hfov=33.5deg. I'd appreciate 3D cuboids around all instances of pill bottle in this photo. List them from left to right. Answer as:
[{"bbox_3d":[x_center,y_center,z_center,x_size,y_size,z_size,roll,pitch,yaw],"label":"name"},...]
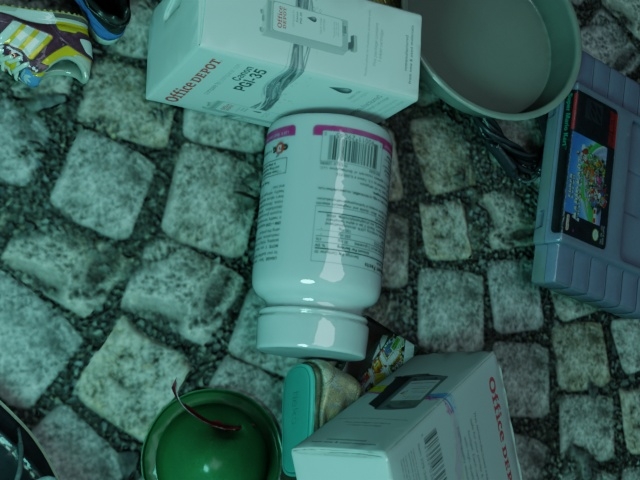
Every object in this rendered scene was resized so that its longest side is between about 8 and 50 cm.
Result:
[{"bbox_3d":[0.000,0.000,1.308,0.160,0.160,0.283,12,76,-25],"label":"pill bottle"}]

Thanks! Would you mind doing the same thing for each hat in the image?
[{"bbox_3d":[-0.101,0.250,1.199,0.208,0.183,0.173,8,78,-26],"label":"hat"}]

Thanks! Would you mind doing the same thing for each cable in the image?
[{"bbox_3d":[0.287,-0.185,1.550,0.150,0.047,0.184,-45,102,-26],"label":"cable"}]

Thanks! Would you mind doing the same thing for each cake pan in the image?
[{"bbox_3d":[0.233,-0.297,1.500,0.293,0.054,0.293,7,71,-22],"label":"cake pan"}]

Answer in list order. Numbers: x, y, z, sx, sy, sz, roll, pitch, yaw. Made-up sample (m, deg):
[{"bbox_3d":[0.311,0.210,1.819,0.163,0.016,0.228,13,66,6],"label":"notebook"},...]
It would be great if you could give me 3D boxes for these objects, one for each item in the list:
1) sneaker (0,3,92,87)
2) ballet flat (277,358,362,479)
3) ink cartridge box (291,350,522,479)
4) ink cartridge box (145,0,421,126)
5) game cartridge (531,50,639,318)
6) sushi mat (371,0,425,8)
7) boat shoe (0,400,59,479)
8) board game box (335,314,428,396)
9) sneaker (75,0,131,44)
[{"bbox_3d":[-0.351,-0.219,1.217,0.185,0.069,0.084,-4,78,-27],"label":"sneaker"},{"bbox_3d":[0.000,0.301,1.262,0.106,0.107,0.316,20,73,-36],"label":"ballet flat"},{"bbox_3d":[0.114,0.286,1.247,0.306,0.131,0.226,-26,107,-56],"label":"ink cartridge box"},{"bbox_3d":[-0.049,-0.222,1.293,0.283,0.207,0.117,10,75,-25],"label":"ink cartridge box"},{"bbox_3d":[0.417,-0.081,1.572,0.230,0.068,0.355,21,72,-39],"label":"game cartridge"},{"bbox_3d":[0.050,-0.440,1.487,0.151,0.019,0.316,-26,94,-29],"label":"sushi mat"},{"bbox_3d":[-0.323,0.317,1.082,0.187,0.156,0.500,-33,90,-24],"label":"boat shoe"},{"bbox_3d":[0.055,0.241,1.370,0.136,0.030,0.259,35,68,-20],"label":"board game box"},{"bbox_3d":[-0.276,-0.312,1.262,0.058,0.084,0.152,-32,96,-28],"label":"sneaker"}]
